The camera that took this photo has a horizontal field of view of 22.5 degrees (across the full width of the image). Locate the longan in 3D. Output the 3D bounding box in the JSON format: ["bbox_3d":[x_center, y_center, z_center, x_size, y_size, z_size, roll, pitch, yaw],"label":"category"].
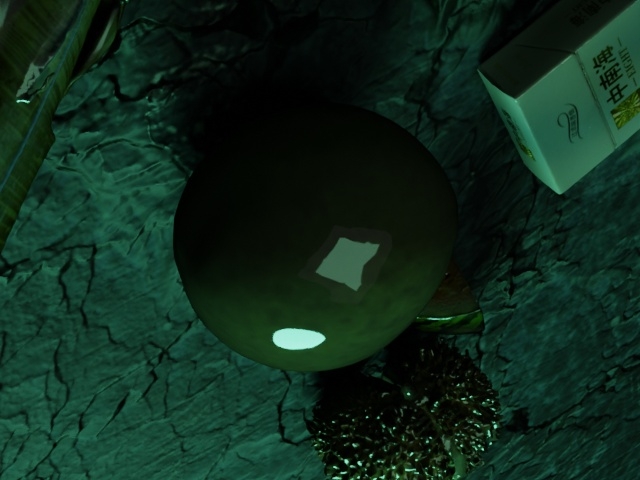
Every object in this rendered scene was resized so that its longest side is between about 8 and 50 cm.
[{"bbox_3d":[0.000,0.000,1.315,0.248,0.248,0.248,-21,134,-23],"label":"longan"}]

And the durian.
[{"bbox_3d":[0.081,0.173,1.560,0.196,0.167,0.196,-45,163,-18],"label":"durian"}]

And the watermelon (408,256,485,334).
[{"bbox_3d":[0.109,0.042,1.559,0.135,0.125,0.094,1,94,-71],"label":"watermelon"}]

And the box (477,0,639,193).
[{"bbox_3d":[0.274,-0.174,1.493,0.243,0.067,0.155,-41,137,-3],"label":"box"}]

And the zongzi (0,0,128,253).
[{"bbox_3d":[-0.241,-0.087,1.114,0.403,0.207,0.432,-52,159,-7],"label":"zongzi"}]
